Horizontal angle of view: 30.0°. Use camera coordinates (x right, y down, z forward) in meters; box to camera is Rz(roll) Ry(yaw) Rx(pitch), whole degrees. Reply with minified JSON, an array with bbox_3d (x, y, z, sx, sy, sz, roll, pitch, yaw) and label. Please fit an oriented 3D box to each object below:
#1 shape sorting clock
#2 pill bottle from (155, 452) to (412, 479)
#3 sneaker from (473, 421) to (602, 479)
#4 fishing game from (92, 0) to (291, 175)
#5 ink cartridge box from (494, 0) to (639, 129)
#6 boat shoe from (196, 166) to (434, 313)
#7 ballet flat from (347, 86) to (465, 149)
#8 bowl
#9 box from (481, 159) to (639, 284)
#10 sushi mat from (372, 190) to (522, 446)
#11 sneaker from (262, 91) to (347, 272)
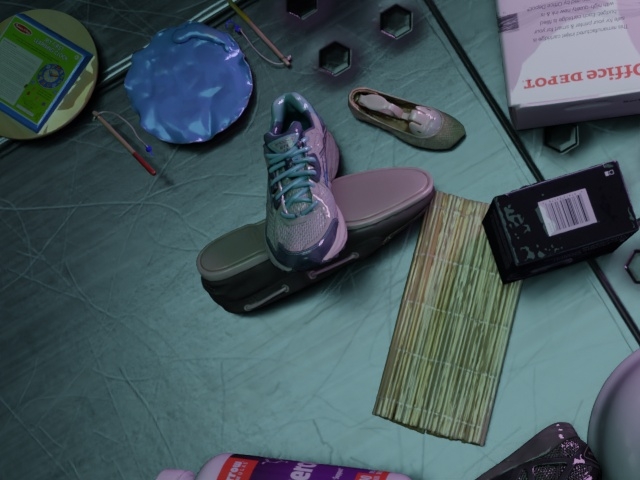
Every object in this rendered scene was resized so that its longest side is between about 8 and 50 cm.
[{"bbox_3d":[-0.421,-0.243,1.743,0.206,0.040,0.206,-4,76,14],"label":"shape sorting clock"},{"bbox_3d":[-0.046,0.362,1.473,0.323,0.181,0.181,5,80,12],"label":"pill bottle"},{"bbox_3d":[0.249,0.335,1.451,0.227,0.087,0.130,-36,51,-1],"label":"sneaker"},{"bbox_3d":[-0.188,-0.220,1.692,0.264,0.041,0.189,-44,74,-7],"label":"fishing game"},{"bbox_3d":[0.330,-0.296,1.555,0.198,0.115,0.273,-7,78,11],"label":"ink cartridge box"},{"bbox_3d":[0.000,0.000,1.592,0.335,0.095,0.112,-22,40,4],"label":"boat shoe"},{"bbox_3d":[0.112,-0.165,1.608,0.168,0.052,0.057,18,83,14],"label":"ballet flat"},{"bbox_3d":[0.466,0.247,1.412,0.298,0.134,0.298,-2,79,12],"label":"bowl"},{"bbox_3d":[0.293,-0.019,1.475,0.156,0.158,0.093,-17,80,0],"label":"box"},{"bbox_3d":[0.176,0.100,1.561,0.151,0.019,0.316,13,82,13],"label":"sushi mat"},{"bbox_3d":[-0.038,-0.078,1.523,0.110,0.122,0.283,-16,42,10],"label":"sneaker"}]
